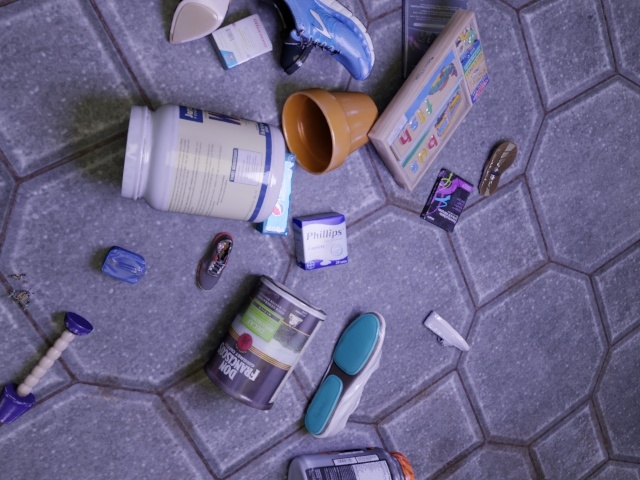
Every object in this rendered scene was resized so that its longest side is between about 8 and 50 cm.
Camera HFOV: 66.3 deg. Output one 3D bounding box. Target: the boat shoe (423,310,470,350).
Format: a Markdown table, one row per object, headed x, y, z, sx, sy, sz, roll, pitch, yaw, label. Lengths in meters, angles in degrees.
| x | y | z | sx | sy | sz | roll | pitch | yaw | label |
| --- | --- | --- | --- | --- | --- | --- | --- | --- | --- |
| 0.395 | 0.297 | 1.536 | 0.063 | 0.066 | 0.184 | -45 | 115 | 7 | boat shoe |

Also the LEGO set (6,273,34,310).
| x | y | z | sx | sy | sz | roll | pitch | yaw | label |
| --- | --- | --- | --- | --- | --- | --- | --- | --- | --- |
| -0.678 | 0.117 | 1.113 | 0.054 | 0.023 | 0.083 | 11 | 82 | -25 | LEGO set |

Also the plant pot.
| x | y | z | sx | sy | sz | roll | pitch | yaw | label |
| --- | --- | --- | --- | --- | --- | --- | --- | --- | --- |
| 0.038 | -0.290 | 1.228 | 0.188 | 0.205 | 0.205 | -26 | 108 | -31 | plant pot |

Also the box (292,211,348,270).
| x | y | z | sx | sy | sz | roll | pitch | yaw | label |
| --- | --- | --- | --- | --- | --- | --- | --- | --- | --- |
| 0.000 | 0.000 | 1.322 | 0.126 | 0.072 | 0.137 | -10 | 103 | -20 | box |

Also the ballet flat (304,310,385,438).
| x | y | z | sx | sy | sz | roll | pitch | yaw | label |
| --- | --- | --- | --- | --- | --- | --- | --- | --- | --- |
| 0.090 | 0.386 | 1.412 | 0.139 | 0.139 | 0.400 | 26 | 94 | -23 | ballet flat |

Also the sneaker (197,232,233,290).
| x | y | z | sx | sy | sz | roll | pitch | yaw | label |
| --- | --- | --- | --- | --- | --- | --- | --- | --- | --- |
| -0.264 | 0.056 | 1.234 | 0.061 | 0.065 | 0.158 | 20 | 92 | -23 | sneaker |

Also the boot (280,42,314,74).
| x | y | z | sx | sy | sz | roll | pitch | yaw | label |
| --- | --- | --- | --- | --- | --- | --- | --- | --- | --- |
| -0.092 | -0.553 | 1.170 | 0.207 | 0.094 | 0.246 | 30 | 81 | -27 | boot |

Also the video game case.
| x | y | z | sx | sy | sz | roll | pitch | yaw | label |
| --- | --- | --- | --- | --- | --- | --- | --- | --- | --- |
| 0.317 | -0.589 | 1.361 | 0.196 | 0.026 | 0.274 | -5 | 103 | -20 | video game case |

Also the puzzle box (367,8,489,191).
| x | y | z | sx | sy | sz | roll | pitch | yaw | label |
| --- | --- | --- | --- | --- | --- | --- | --- | --- | --- |
| 0.303 | -0.359 | 1.311 | 0.409 | 0.052 | 0.272 | -55 | 146 | -4 | puzzle box |

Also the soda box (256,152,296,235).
| x | y | z | sx | sy | sz | roll | pitch | yaw | label |
| --- | --- | --- | --- | --- | --- | --- | --- | --- | --- |
| -0.115 | -0.121 | 1.255 | 0.067 | 0.071 | 0.210 | 5 | 98 | -21 | soda box |

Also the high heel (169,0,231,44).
| x | y | z | sx | sy | sz | roll | pitch | yaw | label |
| --- | --- | --- | --- | --- | --- | --- | --- | --- | --- |
| -0.254 | -0.570 | 1.133 | 0.261 | 0.186 | 0.093 | -35 | 127 | 24 | high heel |

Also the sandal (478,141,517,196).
| x | y | z | sx | sy | sz | roll | pitch | yaw | label |
| --- | --- | --- | --- | --- | --- | --- | --- | --- | --- |
| 0.534 | -0.223 | 1.504 | 0.072 | 0.049 | 0.180 | 19 | 107 | -17 | sandal |

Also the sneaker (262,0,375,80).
| x | y | z | sx | sy | sz | roll | pitch | yaw | label |
| --- | --- | --- | --- | --- | --- | --- | --- | --- | --- |
| -0.016 | -0.475 | 1.107 | 0.330 | 0.130 | 0.147 | 39 | 82 | -22 | sneaker |

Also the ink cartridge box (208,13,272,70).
| x | y | z | sx | sy | sz | roll | pitch | yaw | label |
| --- | --- | --- | --- | --- | --- | --- | --- | --- | --- |
| -0.190 | -0.474 | 1.172 | 0.122 | 0.052 | 0.088 | -29 | 109 | -13 | ink cartridge box |

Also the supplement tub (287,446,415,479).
| x | y | z | sx | sy | sz | roll | pitch | yaw | label |
| --- | --- | --- | --- | --- | --- | --- | --- | --- | --- |
| 0.089 | 0.715 | 1.415 | 0.338 | 0.207 | 0.207 | 4 | 98 | -22 | supplement tub |

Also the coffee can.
| x | y | z | sx | sy | sz | roll | pitch | yaw | label |
| --- | --- | --- | --- | --- | --- | --- | --- | --- | --- |
| -0.137 | 0.255 | 1.247 | 0.201 | 0.201 | 0.275 | 33 | 86 | -23 | coffee can |

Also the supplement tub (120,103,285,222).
| x | y | z | sx | sy | sz | roll | pitch | yaw | label |
| --- | --- | --- | --- | --- | --- | --- | --- | --- | --- |
| -0.264 | -0.172 | 1.100 | 0.324 | 0.235 | 0.235 | 7 | 97 | -22 | supplement tub |

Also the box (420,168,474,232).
| x | y | z | sx | sy | sz | roll | pitch | yaw | label |
| --- | --- | --- | --- | --- | --- | --- | --- | --- | --- |
| 0.380 | -0.118 | 1.469 | 0.116 | 0.029 | 0.162 | 23 | 92 | -23 | box |

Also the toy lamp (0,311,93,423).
| x | y | z | sx | sy | sz | roll | pitch | yaw | label |
| --- | --- | --- | --- | --- | --- | --- | --- | --- | --- |
| -0.641 | 0.296 | 1.128 | 0.080 | 0.080 | 0.275 | 42 | 83 | -22 | toy lamp |

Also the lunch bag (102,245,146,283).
| x | y | z | sx | sy | sz | roll | pitch | yaw | label |
| --- | --- | --- | --- | --- | --- | --- | --- | --- | --- |
| -0.462 | 0.061 | 1.159 | 0.098 | 0.065 | 0.067 | 25 | 90 | -23 | lunch bag |
